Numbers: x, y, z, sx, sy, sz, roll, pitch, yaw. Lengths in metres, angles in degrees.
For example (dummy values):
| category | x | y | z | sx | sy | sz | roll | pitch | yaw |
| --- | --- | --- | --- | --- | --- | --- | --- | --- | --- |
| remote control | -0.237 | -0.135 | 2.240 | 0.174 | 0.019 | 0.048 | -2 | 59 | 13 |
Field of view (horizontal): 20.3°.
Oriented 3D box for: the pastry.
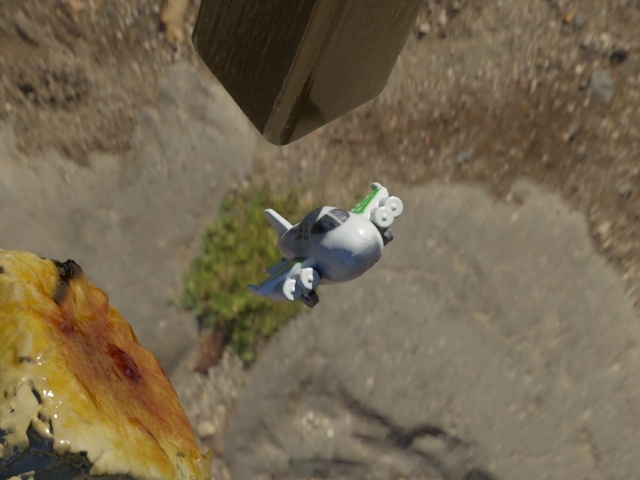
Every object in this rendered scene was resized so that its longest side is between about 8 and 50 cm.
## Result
| category | x | y | z | sx | sy | sz | roll | pitch | yaw |
| --- | --- | --- | --- | --- | --- | --- | --- | --- | --- |
| pastry | -0.160 | 0.104 | 1.109 | 0.100 | 0.218 | 0.229 | -36 | 112 | 9 |

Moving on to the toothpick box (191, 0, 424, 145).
| category | x | y | z | sx | sy | sz | roll | pitch | yaw |
| --- | --- | --- | --- | --- | --- | --- | --- | --- | --- |
| toothpick box | 0.002 | -0.241 | 1.579 | 0.190 | 0.308 | 0.187 | -31 | 73 | -28 |

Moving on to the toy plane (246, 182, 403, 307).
| category | x | y | z | sx | sy | sz | roll | pitch | yaw |
| --- | --- | --- | --- | --- | --- | --- | --- | --- | --- |
| toy plane | 0.002 | 0.003 | 1.742 | 0.174 | 0.174 | 0.080 | -35 | 106 | -9 |
